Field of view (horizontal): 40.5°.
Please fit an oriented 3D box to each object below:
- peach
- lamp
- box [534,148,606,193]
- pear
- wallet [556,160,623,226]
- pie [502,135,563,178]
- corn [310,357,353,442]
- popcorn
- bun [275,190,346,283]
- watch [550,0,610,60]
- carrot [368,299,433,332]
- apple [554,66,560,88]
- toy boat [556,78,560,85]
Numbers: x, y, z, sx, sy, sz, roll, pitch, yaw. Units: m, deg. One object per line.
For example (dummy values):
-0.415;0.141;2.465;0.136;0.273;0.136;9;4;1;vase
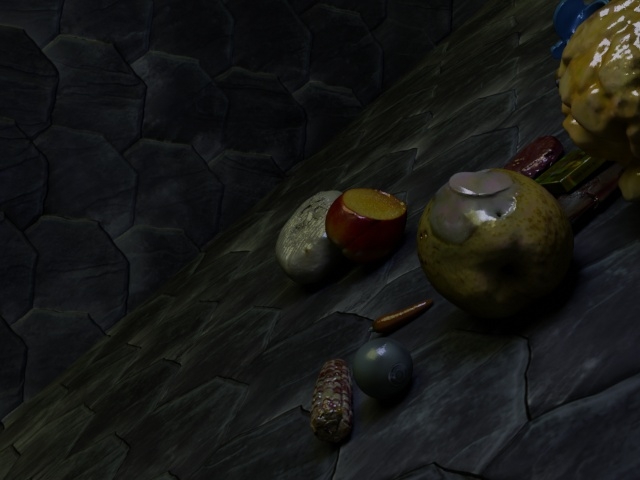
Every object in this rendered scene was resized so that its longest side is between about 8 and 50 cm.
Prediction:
0.112;-0.043;2.076;0.192;0.190;0.190;-49;14;3;peach
0.106;0.218;1.477;0.105;0.105;0.105;-35;15;11;lamp
0.497;-0.139;1.727;0.121;0.030;0.193;-39;3;-3;box
0.294;0.008;1.456;0.271;0.271;0.271;-35;15;11;pear
0.506;-0.092;1.623;0.255;0.031;0.137;-40;11;-15;wallet
0.476;-0.180;1.948;0.153;0.038;0.153;-37;15;12;pie
0.025;0.278;1.549;0.079;0.079;0.237;-34;11;13;corn
0.569;-0.256;1.370;0.390;0.354;0.344;-53;3;-42;popcorn
0.004;-0.002;2.264;0.273;0.168;0.273;-39;24;22;bun
0.707;-0.519;2.220;0.211;0.211;0.193;-35;25;8;watch
0.158;0.150;1.702;0.142;0.035;0.035;-26;17;16;carrot
0.640;-0.417;2.218;0.084;0.071;0.084;-34;17;12;apple
0.701;-0.454;2.057;0.309;0.142;0.129;-33;13;20;toy boat
